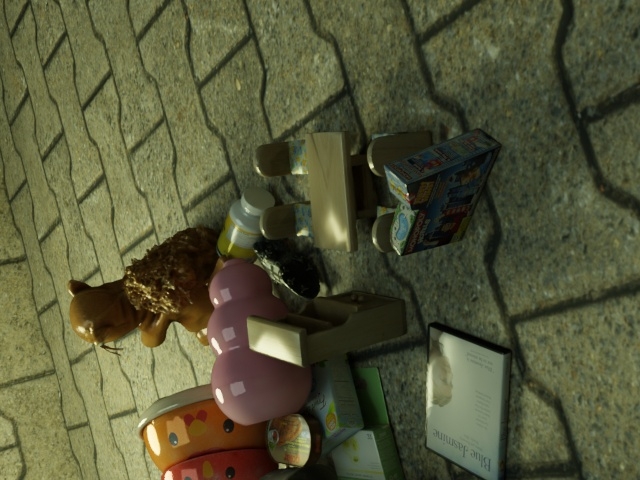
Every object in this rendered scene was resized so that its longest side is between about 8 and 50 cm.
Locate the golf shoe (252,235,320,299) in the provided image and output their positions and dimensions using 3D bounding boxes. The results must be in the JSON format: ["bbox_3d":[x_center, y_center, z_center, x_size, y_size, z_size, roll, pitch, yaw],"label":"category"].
[{"bbox_3d":[-0.068,0.069,1.766,0.198,0.077,0.094,45,158,30],"label":"golf shoe"}]

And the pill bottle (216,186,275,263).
[{"bbox_3d":[-0.167,-0.032,1.829,0.103,0.103,0.184,55,137,29],"label":"pill bottle"}]

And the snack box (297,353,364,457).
[{"bbox_3d":[-0.001,0.328,1.683,0.174,0.070,0.207,-48,46,42],"label":"snack box"}]

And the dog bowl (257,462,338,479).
[{"bbox_3d":[-0.059,0.639,1.675,0.102,0.348,0.349,-3,97,36],"label":"dog bowl"}]

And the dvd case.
[{"bbox_3d":[0.255,0.287,1.420,0.180,0.022,0.253,17,113,50],"label":"dvd case"}]

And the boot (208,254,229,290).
[{"bbox_3d":[-0.127,0.137,1.798,0.280,0.096,0.264,51,150,13],"label":"boot"}]

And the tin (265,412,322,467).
[{"bbox_3d":[-0.055,0.410,1.656,0.189,0.040,0.106,-13,71,57],"label":"tin"}]

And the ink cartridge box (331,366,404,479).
[{"bbox_3d":[0.077,0.387,1.661,0.171,0.056,0.235,-16,88,54],"label":"ink cartridge box"}]

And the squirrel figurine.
[{"bbox_3d":[-0.428,0.119,1.994,0.397,0.370,0.281,-49,60,47],"label":"squirrel figurine"}]

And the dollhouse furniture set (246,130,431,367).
[{"bbox_3d":[0.000,0.000,1.486,0.362,0.256,0.395,7,105,52],"label":"dollhouse furniture set"}]

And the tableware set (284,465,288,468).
[{"bbox_3d":[-0.066,0.643,1.936,0.194,0.039,0.128,60,152,33],"label":"tableware set"}]

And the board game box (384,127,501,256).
[{"bbox_3d":[0.174,-0.075,1.284,0.060,0.194,0.194,46,132,37],"label":"board game box"}]

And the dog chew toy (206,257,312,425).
[{"bbox_3d":[-0.138,0.198,1.626,0.206,0.206,0.332,-29,72,52],"label":"dog chew toy"}]

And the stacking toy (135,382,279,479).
[{"bbox_3d":[-0.203,0.577,1.771,0.350,0.350,0.480,-49,48,47],"label":"stacking toy"}]
